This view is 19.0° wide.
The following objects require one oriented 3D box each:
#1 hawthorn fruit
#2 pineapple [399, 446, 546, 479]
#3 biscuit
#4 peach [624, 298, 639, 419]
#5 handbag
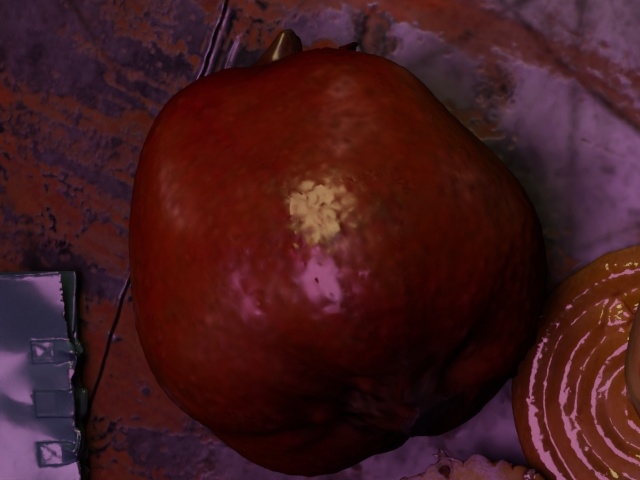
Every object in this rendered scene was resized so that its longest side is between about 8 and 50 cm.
[{"bbox_3d":[-0.003,0.013,1.333,0.311,0.295,0.295,39,108,21],"label":"hawthorn fruit"},{"bbox_3d":[0.118,0.259,1.383,0.176,0.137,0.161,28,62,26],"label":"pineapple"},{"bbox_3d":[0.209,0.094,1.368,0.144,0.033,0.224,32,105,19],"label":"biscuit"},{"bbox_3d":[0.311,0.069,1.238,0.232,0.232,0.232,2,94,24],"label":"peach"},{"bbox_3d":[-0.258,0.135,1.575,0.144,0.057,0.221,-1,93,20],"label":"handbag"}]
